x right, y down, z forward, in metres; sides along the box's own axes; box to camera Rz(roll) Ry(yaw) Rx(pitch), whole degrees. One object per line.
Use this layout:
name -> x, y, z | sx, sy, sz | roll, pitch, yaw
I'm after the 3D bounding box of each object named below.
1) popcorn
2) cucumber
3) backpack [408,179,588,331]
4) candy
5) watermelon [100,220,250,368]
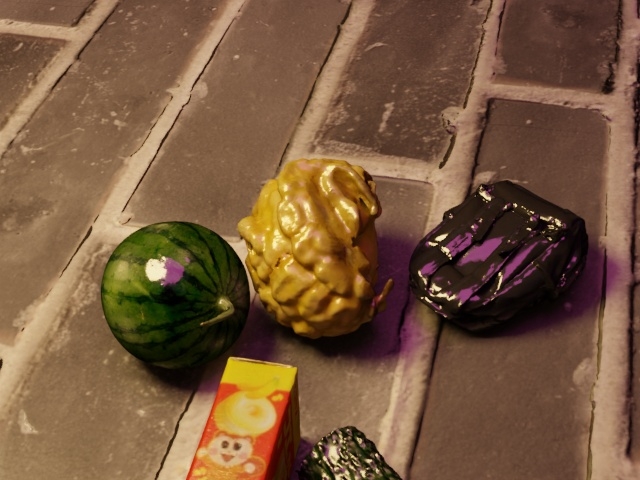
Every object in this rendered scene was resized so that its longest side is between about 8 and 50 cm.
popcorn -> 0.000, 0.000, 1.348 | 0.190, 0.250, 0.250 | -18, 41, 14
cucumber -> 0.113, 0.344, 1.074 | 0.096, 0.096, 0.359 | -28, 52, -25
backpack -> 0.235, 0.022, 1.395 | 0.258, 0.133, 0.206 | -35, 49, -22
candy -> -0.091, 0.275, 1.116 | 0.088, 0.146, 0.276 | 7, 45, 10
watermelon -> -0.174, 0.069, 1.300 | 0.215, 0.188, 0.188 | 1, 37, 41
